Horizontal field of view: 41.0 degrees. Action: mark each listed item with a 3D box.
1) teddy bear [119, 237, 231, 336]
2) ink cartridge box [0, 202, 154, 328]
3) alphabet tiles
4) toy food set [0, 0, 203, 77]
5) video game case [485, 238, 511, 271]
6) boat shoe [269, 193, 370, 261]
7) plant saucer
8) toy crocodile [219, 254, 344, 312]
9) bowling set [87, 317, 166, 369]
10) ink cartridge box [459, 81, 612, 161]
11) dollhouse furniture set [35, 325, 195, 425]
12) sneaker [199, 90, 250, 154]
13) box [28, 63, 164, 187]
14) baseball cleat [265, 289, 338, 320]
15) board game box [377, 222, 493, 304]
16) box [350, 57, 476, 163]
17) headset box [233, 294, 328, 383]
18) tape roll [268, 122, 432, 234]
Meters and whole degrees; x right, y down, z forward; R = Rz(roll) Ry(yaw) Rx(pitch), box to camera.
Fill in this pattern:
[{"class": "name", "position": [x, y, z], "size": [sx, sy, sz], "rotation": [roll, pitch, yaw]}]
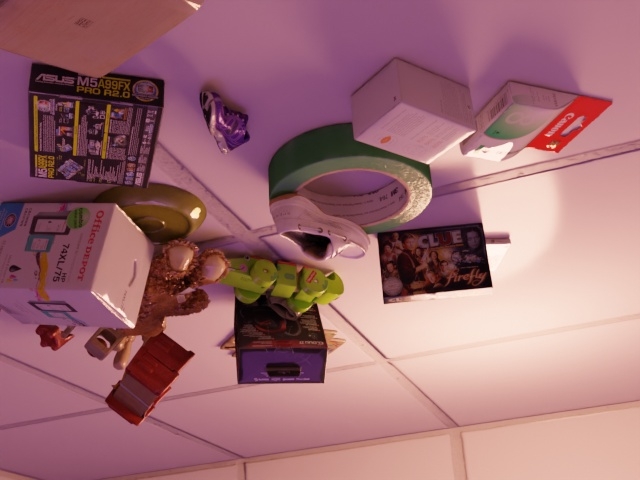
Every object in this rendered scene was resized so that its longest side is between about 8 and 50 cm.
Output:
[{"class": "teddy bear", "position": [-0.354, 0.096, 1.959], "size": [0.245, 0.113, 0.338], "rotation": [1, 146, -28]}, {"class": "ink cartridge box", "position": [-0.516, 0.052, 1.753], "size": [0.270, 0.198, 0.197], "rotation": [0, 153, 16]}, {"class": "alphabet tiles", "position": [-0.112, 0.312, 2.579], "size": [0.343, 0.011, 0.285], "rotation": [9, 151, -23]}, {"class": "toy food set", "position": [-0.333, -0.342, 1.195], "size": [0.306, 0.092, 0.220], "rotation": [-23, 159, 36]}, {"class": "video game case", "position": [0.373, 0.038, 2.081], "size": [0.143, 0.019, 0.157], "rotation": [-1, 153, -5]}, {"class": "boat shoe", "position": [0.000, 0.000, 1.708], "size": [0.098, 0.096, 0.277], "rotation": [-24, 147, 35]}, {"class": "plant saucer", "position": [-0.362, -0.046, 1.812], "size": [0.241, 0.037, 0.241], "rotation": [-2, 154, -1]}, {"class": "toy crocodile", "position": [-0.098, 0.094, 2.062], "size": [0.341, 0.105, 0.115], "rotation": [12, 143, -21]}, {"class": "bowling set", "position": [-0.509, 0.248, 2.285], "size": [0.200, 0.154, 0.287], "rotation": [13, 139, -3]}, {"class": "ink cartridge box", "position": [0.395, -0.204, 1.571], "size": [0.225, 0.056, 0.181], "rotation": [9, 151, -19]}, {"class": "dollhouse furniture set", "position": [-0.521, 0.260, 2.105], "size": [0.374, 0.152, 0.201], "rotation": [39, 135, -2]}, {"class": "sneaker", "position": [-0.164, -0.214, 1.493], "size": [0.071, 0.068, 0.170], "rotation": [-21, 161, 1]}, {"class": "box", "position": [-0.395, -0.191, 1.495], "size": [0.216, 0.060, 0.270], "rotation": [5, 152, -15]}, {"class": "baseball cleat", "position": [-0.041, 0.156, 2.166], "size": [0.206, 0.109, 0.072], "rotation": [4, 143, -19]}, {"class": "board game box", "position": [0.255, 0.051, 1.934], "size": [0.243, 0.165, 0.042], "rotation": [-6, 153, 4]}, {"class": "box", "position": [0.158, -0.218, 1.470], "size": [0.170, 0.091, 0.130], "rotation": [15, 148, -32]}, {"class": "headset box", "position": [-0.105, 0.252, 2.147], "size": [0.218, 0.293, 0.110], "rotation": [1, 115, -9]}, {"class": "tape roll", "position": [0.058, -0.110, 1.689], "size": [0.321, 0.077, 0.321], "rotation": [-3, 153, -1]}]
